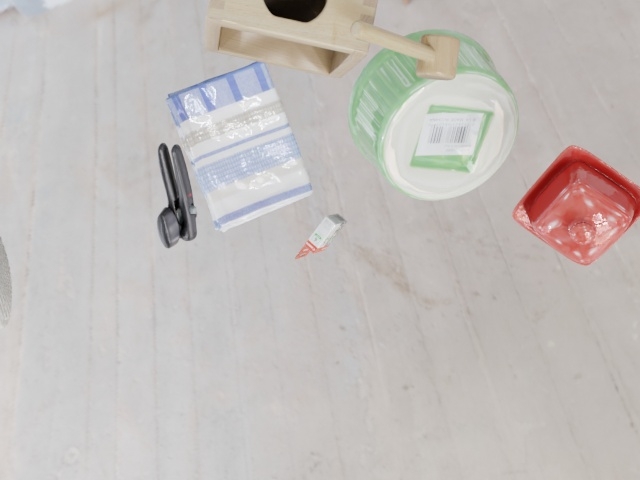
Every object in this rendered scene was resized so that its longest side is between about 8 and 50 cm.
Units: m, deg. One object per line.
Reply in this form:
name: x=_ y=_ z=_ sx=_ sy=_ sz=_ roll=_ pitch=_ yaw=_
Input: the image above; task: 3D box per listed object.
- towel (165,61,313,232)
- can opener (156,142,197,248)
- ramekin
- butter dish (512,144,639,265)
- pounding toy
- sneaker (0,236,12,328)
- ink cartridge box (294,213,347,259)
towel: x=-0.152 y=-0.178 z=1.510 sx=0.209 sy=0.284 sz=0.034 roll=-21 pitch=17 yaw=-4
can opener: x=-0.235 y=-0.075 z=1.305 sx=0.059 sy=0.186 sz=0.073 roll=9 pitch=31 yaw=10
ramekin: x=0.215 y=-0.220 z=1.460 sx=0.304 sy=0.303 sz=0.148 roll=-30 pitch=38 yaw=6
butter dish: x=0.392 y=-0.032 z=1.188 sx=0.160 sy=0.160 sz=0.118 roll=-54 pitch=4 yaw=30
pounding toy: x=0.017 y=-0.193 z=0.635 sx=0.206 sy=0.181 sz=0.094 roll=10 pitch=91 yaw=-9
sneaker: x=-0.553 y=-0.015 z=1.129 sx=0.150 sy=0.135 sz=0.365 roll=-23 pitch=66 yaw=-11
ink cartridge box: x=0.000 y=0.000 z=1.558 sx=0.029 sy=0.063 sz=0.115 roll=41 pitch=110 yaw=13
